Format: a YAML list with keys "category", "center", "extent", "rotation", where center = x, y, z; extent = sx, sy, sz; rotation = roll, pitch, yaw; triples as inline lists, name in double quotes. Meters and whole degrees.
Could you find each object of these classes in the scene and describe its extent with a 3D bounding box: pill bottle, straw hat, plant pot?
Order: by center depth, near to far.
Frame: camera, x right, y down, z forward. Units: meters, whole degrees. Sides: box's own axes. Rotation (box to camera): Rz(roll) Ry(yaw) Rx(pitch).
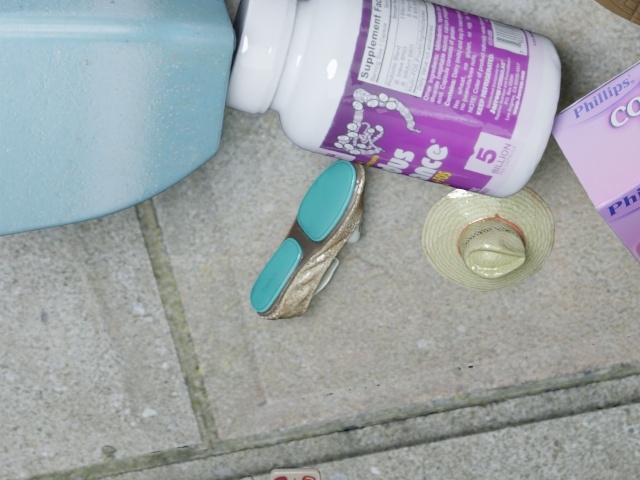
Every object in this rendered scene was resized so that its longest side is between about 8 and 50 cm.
- category: "plant pot"
  center: [-0.215, -0.168, 1.351]
  extent: [0.252, 0.248, 0.247]
  rotation: [-2, 135, -16]
- category: "pill bottle"
  center: [0.062, -0.152, 1.430]
  extent: [0.301, 0.169, 0.169]
  rotation: [14, 116, -10]
- category: "straw hat"
  center: [0.182, 0.010, 1.582]
  extent: [0.144, 0.061, 0.144]
  rotation: [-1, 117, -2]

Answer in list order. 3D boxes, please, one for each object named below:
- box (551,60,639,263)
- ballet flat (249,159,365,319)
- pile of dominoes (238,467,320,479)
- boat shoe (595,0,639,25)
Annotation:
- category: "box"
  center: [0.373, -0.080, 1.458]
  extent: [0.213, 0.117, 0.243]
  rotation: [-32, 144, 13]
- category: "ballet flat"
  center: [0.000, 0.000, 1.575]
  extent: [0.067, 0.073, 0.206]
  rotation: [14, 122, -41]
- category: "pile of dominoes"
  center: [-0.046, 0.386, 1.778]
  extent: [0.196, 0.040, 0.251]
  rotation: [-24, 117, 9]
- category: "boat shoe"
  center: [0.391, -0.260, 1.450]
  extent: [0.285, 0.089, 0.104]
  rotation: [8, 143, -5]
